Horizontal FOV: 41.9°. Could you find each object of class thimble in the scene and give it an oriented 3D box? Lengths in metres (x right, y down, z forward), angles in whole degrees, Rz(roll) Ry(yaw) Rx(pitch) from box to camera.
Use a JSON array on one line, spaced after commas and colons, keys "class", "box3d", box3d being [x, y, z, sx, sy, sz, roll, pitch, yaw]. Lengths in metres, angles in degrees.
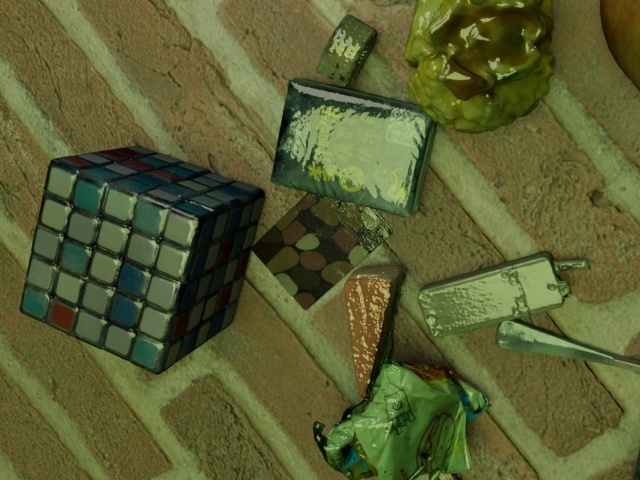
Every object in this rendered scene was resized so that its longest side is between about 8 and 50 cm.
[{"class": "thimble", "box3d": [0.044, -0.311, 1.379, 0.062, 0.084, 0.110, 31, 95, 7]}]

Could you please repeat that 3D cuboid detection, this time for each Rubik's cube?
[{"class": "Rubik's cube", "box3d": [-0.302, 0.018, 1.459, 0.292, 0.287, 0.293, 19, 107, 14]}]

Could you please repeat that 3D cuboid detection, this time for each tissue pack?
[{"class": "tissue pack", "box3d": [0.055, -0.159, 1.412, 0.257, 0.081, 0.185, 15, 103, 14]}]

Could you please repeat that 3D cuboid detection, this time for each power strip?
[{"class": "power strip", "box3d": [0.309, 0.086, 1.400, 0.288, 0.053, 0.093, -17, 95, 20]}]

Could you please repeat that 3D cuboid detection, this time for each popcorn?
[{"class": "popcorn", "box3d": [0.236, -0.293, 1.248, 0.224, 0.270, 0.257, 12, 150, 19]}]

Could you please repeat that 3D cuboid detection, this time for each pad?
[{"class": "pad", "box3d": [0.000, 0.000, 1.509, 0.235, 0.003, 0.158, -42, 87, 21]}]

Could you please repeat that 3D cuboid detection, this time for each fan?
[{"class": "fan", "box3d": [0.435, 0.190, 1.401, 0.282, 0.023, 0.057, 15, 105, 16]}]

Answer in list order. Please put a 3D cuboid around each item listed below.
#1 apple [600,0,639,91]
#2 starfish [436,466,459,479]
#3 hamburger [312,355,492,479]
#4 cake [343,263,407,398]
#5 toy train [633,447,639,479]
[{"class": "apple", "box3d": [0.536, -0.352, 1.155, 0.309, 0.314, 0.252, -39, 130, 21]}, {"class": "starfish", "box3d": [0.245, 0.513, 1.514, 0.277, 0.062, 0.235, -41, 87, 23]}, {"class": "hamburger", "box3d": [0.145, 0.336, 1.413, 0.276, 0.150, 0.261, -47, 130, 9]}, {"class": "cake", "box3d": [0.082, 0.151, 1.459, 0.090, 0.109, 0.225, 13, 105, 15]}, {"class": "toy train", "box3d": [0.557, 0.385, 1.297, 0.129, 0.159, 0.326, 14, 71, 12]}]
